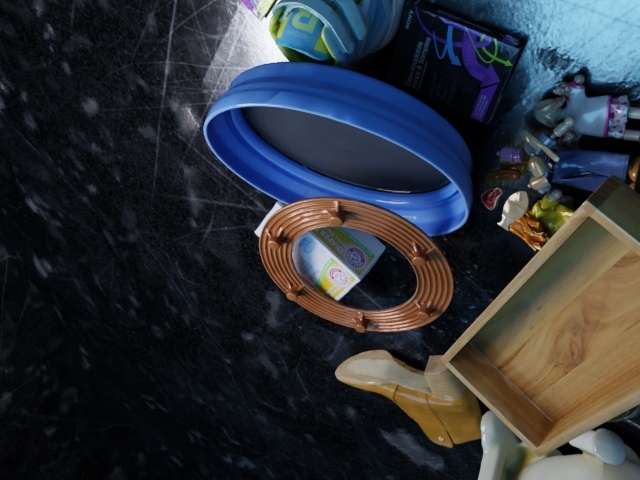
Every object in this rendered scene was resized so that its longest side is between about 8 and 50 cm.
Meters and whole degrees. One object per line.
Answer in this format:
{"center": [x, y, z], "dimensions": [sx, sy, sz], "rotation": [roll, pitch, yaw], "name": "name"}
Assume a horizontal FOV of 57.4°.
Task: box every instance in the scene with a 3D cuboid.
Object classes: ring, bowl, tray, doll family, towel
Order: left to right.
{"center": [-0.106, -0.388, 0.901], "dimensions": [0.083, 0.009, 0.060], "rotation": [47, 138, -6], "name": "towel"}
{"center": [0.030, -0.117, 0.837], "dimensions": [0.390, 0.077, 0.391], "rotation": [18, 166, 5], "name": "bowl"}
{"center": [0.052, 0.059, 0.973], "dimensions": [0.336, 0.032, 0.337], "rotation": [14, 140, 12], "name": "ring"}
{"center": [0.315, -0.070, 0.756], "dimensions": [0.163, 0.118, 0.263], "rotation": [14, 132, 30], "name": "doll family"}
{"center": [0.325, 0.125, 0.758], "dimensions": [0.203, 0.076, 0.411], "rotation": [44, 147, 17], "name": "tray"}

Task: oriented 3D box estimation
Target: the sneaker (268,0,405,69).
{"center": [0.027, -0.327, 0.676], "dimensions": [0.127, 0.208, 0.319], "rotation": [26, 144, 21], "name": "sneaker"}

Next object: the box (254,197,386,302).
{"center": [0.000, 0.000, 1.076], "dimensions": [0.203, 0.103, 0.114], "rotation": [43, 140, 0], "name": "box"}

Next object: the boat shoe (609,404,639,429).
{"center": [0.443, 0.233, 0.910], "dimensions": [0.341, 0.123, 0.123], "rotation": [36, 139, 8], "name": "boat shoe"}

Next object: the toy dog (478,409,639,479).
{"center": [0.492, 0.498, 0.984], "dimensions": [0.407, 0.285, 0.396], "rotation": [-14, 115, 42], "name": "toy dog"}

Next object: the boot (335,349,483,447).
{"center": [0.186, 0.338, 1.219], "dimensions": [0.294, 0.104, 0.211], "rotation": [-9, 118, 38], "name": "boot"}

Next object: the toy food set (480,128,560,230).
{"center": [0.245, -0.078, 0.737], "dimensions": [0.078, 0.019, 0.122], "rotation": [45, 135, 17], "name": "toy food set"}

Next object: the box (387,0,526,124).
{"center": [0.176, -0.241, 0.789], "dimensions": [0.162, 0.029, 0.116], "rotation": [30, 138, 17], "name": "box"}
